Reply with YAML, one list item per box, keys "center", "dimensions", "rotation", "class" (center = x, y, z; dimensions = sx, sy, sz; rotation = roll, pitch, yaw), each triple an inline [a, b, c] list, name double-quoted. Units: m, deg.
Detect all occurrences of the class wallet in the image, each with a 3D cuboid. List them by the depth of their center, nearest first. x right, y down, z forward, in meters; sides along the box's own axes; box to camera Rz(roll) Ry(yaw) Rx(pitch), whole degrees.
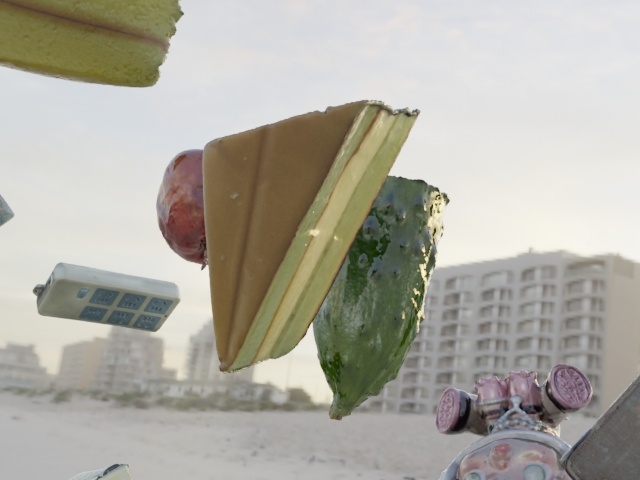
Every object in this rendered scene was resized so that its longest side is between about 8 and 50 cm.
- center: [0.387, 0.209, 0.992]
  dimensions: [0.122, 0.232, 0.031]
  rotation: [42, -3, 26]
  class: "wallet"

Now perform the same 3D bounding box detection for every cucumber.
- center: [0.045, 0.057, 0.873]
  dimensions: [0.134, 0.245, 0.134]
  rotation: [11, -14, 3]
  class: "cucumber"

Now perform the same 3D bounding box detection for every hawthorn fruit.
- center: [-0.189, -0.033, 1.532]
  dimensions: [0.207, 0.243, 0.207]
  rotation: [-1, -43, 0]
  class: "hawthorn fruit"

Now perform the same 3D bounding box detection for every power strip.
- center: [-0.279, 0.076, 1.174]
  dimensions: [0.192, 0.035, 0.081]
  rotation: [13, -47, -35]
  class: "power strip"

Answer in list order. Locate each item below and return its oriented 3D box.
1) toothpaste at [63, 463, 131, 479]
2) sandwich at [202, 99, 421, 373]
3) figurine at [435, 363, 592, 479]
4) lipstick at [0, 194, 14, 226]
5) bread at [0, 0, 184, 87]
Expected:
- center: [-0.270, 0.276, 0.684]
  dimensions: [0.067, 0.081, 0.336]
  rotation: [-18, 2, 32]
  class: "toothpaste"
- center: [0.000, 0.000, 0.668]
  dimensions: [0.144, 0.187, 0.117]
  rotation: [-5, 1, 29]
  class: "sandwich"
- center: [0.315, 0.369, 1.342]
  dimensions: [0.253, 0.361, 0.211]
  rotation: [-30, -61, 32]
  class: "figurine"
- center: [-0.616, 0.016, 1.383]
  dimensions: [0.077, 0.289, 0.076]
  rotation: [-9, -60, 55]
  class: "lipstick"
- center: [-0.456, -0.405, 1.648]
  dimensions: [0.361, 0.233, 0.245]
  rotation: [14, 3, -18]
  class: "bread"
